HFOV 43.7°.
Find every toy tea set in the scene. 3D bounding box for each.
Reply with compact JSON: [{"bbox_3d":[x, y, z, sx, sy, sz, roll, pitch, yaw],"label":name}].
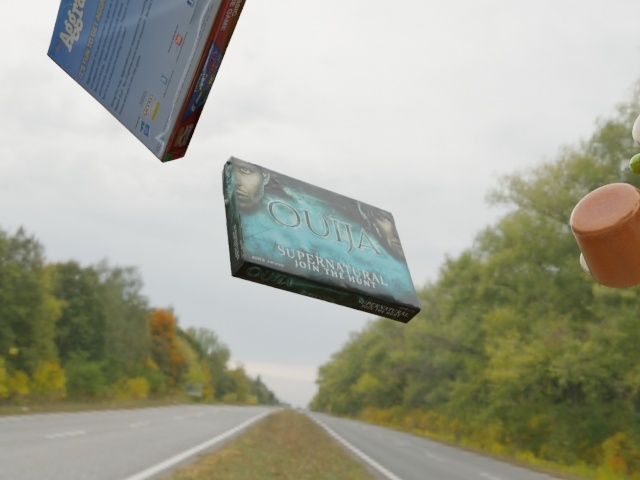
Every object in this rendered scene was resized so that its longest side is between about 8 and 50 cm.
[{"bbox_3d":[0.365,-0.054,0.626,0.336,0.200,0.124,-22,-58,34],"label":"toy tea set"}]

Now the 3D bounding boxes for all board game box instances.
[{"bbox_3d":[0.000,0.000,0.724,0.186,0.126,0.026,17,-48,-31],"label":"board game box"},{"bbox_3d":[-0.104,-0.206,0.543,0.145,0.281,0.027,42,36,16],"label":"board game box"}]
